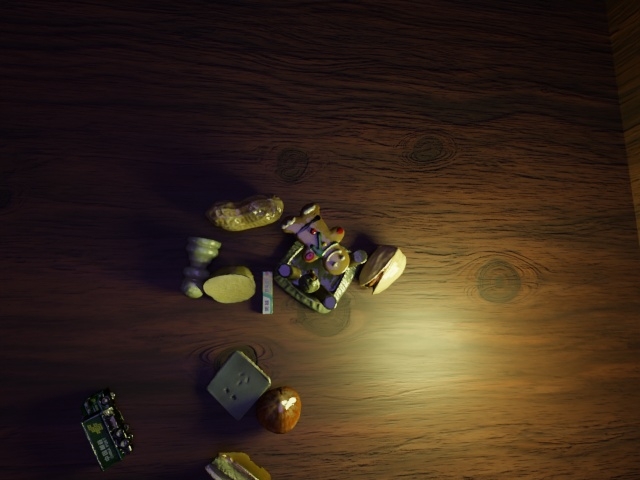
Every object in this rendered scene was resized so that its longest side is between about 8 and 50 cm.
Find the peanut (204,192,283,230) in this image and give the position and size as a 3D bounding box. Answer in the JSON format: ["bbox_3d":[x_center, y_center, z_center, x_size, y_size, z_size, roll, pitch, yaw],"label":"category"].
[{"bbox_3d":[-0.314,-0.118,1.693,0.325,0.153,0.140,-8,77,-19],"label":"peanut"}]

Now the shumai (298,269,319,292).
[{"bbox_3d":[-0.037,0.153,1.509,0.083,0.080,0.082,31,79,-5],"label":"shumai"}]

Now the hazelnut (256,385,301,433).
[{"bbox_3d":[-0.157,0.658,1.577,0.182,0.182,0.182,2,80,-11],"label":"hazelnut"}]

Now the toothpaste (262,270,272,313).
[{"bbox_3d":[-0.223,0.218,1.711,0.043,0.037,0.179,1,80,-12],"label":"toothpaste"}]

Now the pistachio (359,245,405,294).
[{"bbox_3d":[0.267,0.126,1.765,0.157,0.157,0.229,38,88,-3],"label":"pistachio"}]

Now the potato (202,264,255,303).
[{"bbox_3d":[-0.366,0.156,1.650,0.202,0.182,0.117,-7,47,-4],"label":"potato"}]

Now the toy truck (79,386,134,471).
[{"bbox_3d":[-0.785,0.683,1.497,0.121,0.088,0.259,-25,87,-14],"label":"toy truck"}]

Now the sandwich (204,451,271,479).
[{"bbox_3d":[-0.312,0.881,1.537,0.235,0.128,0.122,42,79,-1],"label":"sandwich"}]

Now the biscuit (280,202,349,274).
[{"bbox_3d":[0.000,0.000,1.561,0.197,0.049,0.301,-37,89,-11],"label":"biscuit"}]

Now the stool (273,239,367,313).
[{"bbox_3d":[-0.001,0.113,1.677,0.310,0.226,0.310,35,78,-3],"label":"stool"}]

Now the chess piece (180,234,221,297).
[{"bbox_3d":[-0.492,0.110,1.638,0.133,0.133,0.243,13,83,-9],"label":"chess piece"}]

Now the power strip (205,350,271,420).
[{"bbox_3d":[-0.319,0.563,1.612,0.198,0.064,0.213,41,91,12],"label":"power strip"}]
